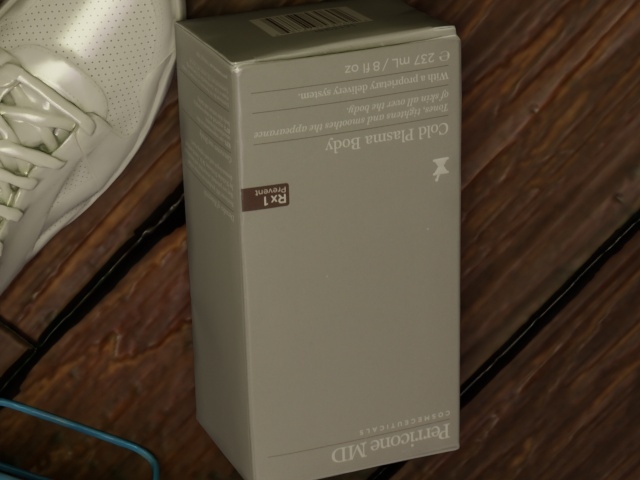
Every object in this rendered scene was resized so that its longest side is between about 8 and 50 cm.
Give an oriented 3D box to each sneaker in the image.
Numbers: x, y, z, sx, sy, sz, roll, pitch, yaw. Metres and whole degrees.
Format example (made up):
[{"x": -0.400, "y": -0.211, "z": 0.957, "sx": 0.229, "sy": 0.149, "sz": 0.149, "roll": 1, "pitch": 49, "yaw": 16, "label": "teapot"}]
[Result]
[{"x": -0.166, "y": -0.017, "z": 0.994, "sx": 0.108, "sy": 0.169, "sz": 0.292, "roll": 33, "pitch": 105, "yaw": -13, "label": "sneaker"}]

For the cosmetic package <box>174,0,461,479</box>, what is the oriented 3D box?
[{"x": 0.000, "y": 0.000, "z": 1.032, "sx": 0.127, "sy": 0.107, "sz": 0.238, "roll": -12, "pitch": 112, "yaw": -19, "label": "cosmetic package"}]

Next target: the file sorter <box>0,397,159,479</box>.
[{"x": -0.170, "y": 0.193, "z": 1.114, "sx": 0.118, "sy": 0.104, "sz": 0.170, "roll": 21, "pitch": 109, "yaw": -10, "label": "file sorter"}]
